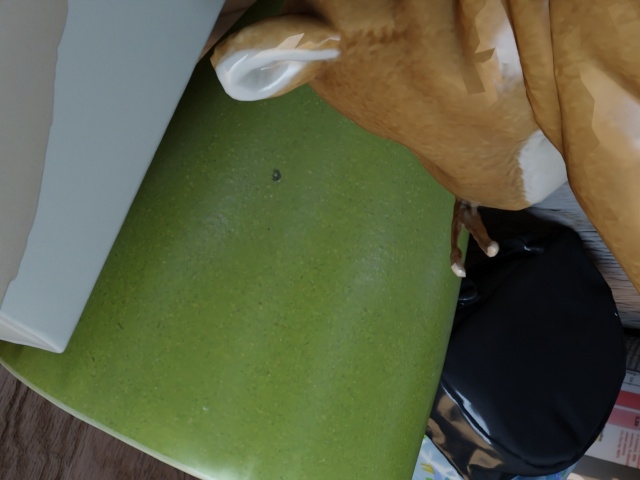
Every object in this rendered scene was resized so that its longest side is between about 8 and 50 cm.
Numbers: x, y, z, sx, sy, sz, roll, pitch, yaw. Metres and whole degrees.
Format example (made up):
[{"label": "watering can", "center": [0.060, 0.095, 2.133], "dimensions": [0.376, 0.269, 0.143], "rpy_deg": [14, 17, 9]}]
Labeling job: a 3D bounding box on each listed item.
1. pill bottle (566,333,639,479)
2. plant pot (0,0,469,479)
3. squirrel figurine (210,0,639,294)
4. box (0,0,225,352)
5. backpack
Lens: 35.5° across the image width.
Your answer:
[{"label": "pill bottle", "center": [0.315, 0.203, 1.058], "dimensions": [0.362, 0.210, 0.210], "rpy_deg": [10, 158, 28]}, {"label": "plant pot", "center": [-0.017, -0.016, 0.636], "dimensions": [0.274, 0.294, 0.275], "rpy_deg": [24, 178, 1]}, {"label": "squirrel figurine", "center": [0.107, -0.140, 0.365], "dimensions": [0.370, 0.281, 0.397], "rpy_deg": [13, 148, 51]}, {"label": "box", "center": [-0.149, -0.115, 0.511], "dimensions": [0.147, 0.311, 0.121], "rpy_deg": [6, 156, 35]}, {"label": "backpack", "center": [0.094, 0.184, 0.905], "dimensions": [0.355, 0.290, 0.273], "rpy_deg": [-28, 92, 39]}]
